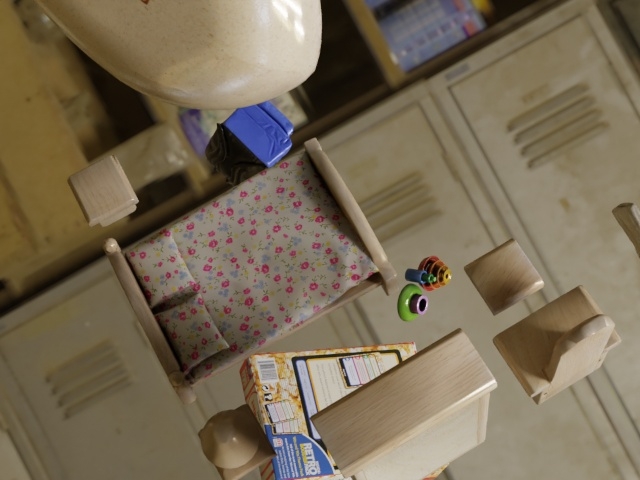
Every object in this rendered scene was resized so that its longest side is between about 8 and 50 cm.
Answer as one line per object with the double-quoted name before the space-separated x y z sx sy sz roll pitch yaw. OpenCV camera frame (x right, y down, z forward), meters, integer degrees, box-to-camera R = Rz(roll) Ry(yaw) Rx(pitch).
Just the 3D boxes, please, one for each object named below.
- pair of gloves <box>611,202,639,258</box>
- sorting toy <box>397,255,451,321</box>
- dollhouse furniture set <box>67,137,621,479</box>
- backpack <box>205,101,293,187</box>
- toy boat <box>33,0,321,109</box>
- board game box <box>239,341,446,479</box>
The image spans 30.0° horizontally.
"pair of gloves" 0.434 0.047 1.426 0.204 0.042 0.240 51 1 -8
"sorting toy" 0.141 0.062 1.576 0.102 0.042 0.061 -58 137 -26
"dollhouse furniture set" 0.000 0.000 0.888 0.355 0.303 0.174 59 -6 20
"backpack" -0.095 -0.128 1.643 0.098 0.101 0.120 48 -31 1
"toy boat" -0.072 -0.251 0.862 0.267 0.318 0.148 41 30 4
"board game box" 0.024 0.186 1.262 0.045 0.193 0.147 118 -35 -53
